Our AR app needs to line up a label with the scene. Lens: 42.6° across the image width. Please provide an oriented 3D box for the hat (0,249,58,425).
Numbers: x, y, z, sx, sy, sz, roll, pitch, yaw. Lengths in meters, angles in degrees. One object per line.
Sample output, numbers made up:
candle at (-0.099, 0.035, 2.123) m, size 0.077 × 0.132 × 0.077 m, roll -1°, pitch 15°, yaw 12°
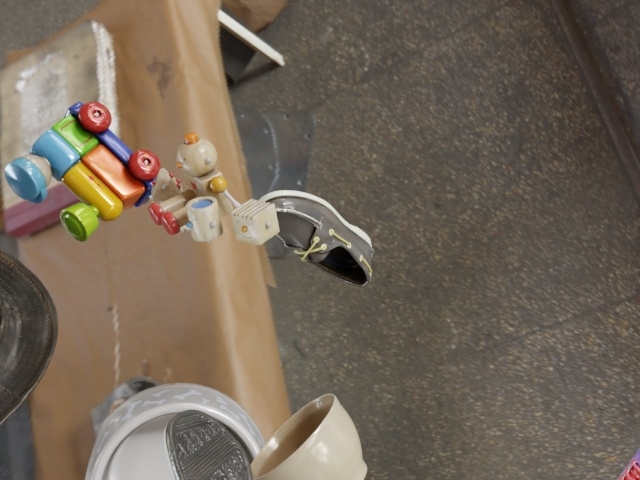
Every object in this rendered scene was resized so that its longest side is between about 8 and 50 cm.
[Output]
hat at (-0.468, 0.093, 0.943) m, size 0.331 × 0.331 × 0.134 m, roll 63°, pitch 150°, yaw 28°

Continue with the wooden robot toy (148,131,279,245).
wooden robot toy at (-0.110, -0.052, 0.719) m, size 0.173 × 0.076 × 0.079 m, roll 29°, pitch 135°, yaw 47°

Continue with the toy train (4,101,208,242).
toy train at (-0.269, -0.048, 1.054) m, size 0.248 × 0.143 × 0.105 m, roll 45°, pitch 140°, yaw -5°

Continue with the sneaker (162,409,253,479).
sneaker at (-0.137, 0.378, 1.054) m, size 0.178 × 0.124 × 0.295 m, roll -48°, pitch 66°, yaw 39°

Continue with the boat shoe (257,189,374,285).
boat shoe at (0.000, 0.000, 1.157) m, size 0.081 × 0.228 × 0.068 m, roll -29°, pitch 52°, yaw 30°

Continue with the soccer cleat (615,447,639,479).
soccer cleat at (0.542, 0.447, 1.449) m, size 0.083 × 0.095 × 0.248 m, roll -112°, pitch 36°, yaw -59°

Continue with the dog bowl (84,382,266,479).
dog bowl at (-0.251, 0.435, 1.460) m, size 0.102 × 0.349 × 0.349 m, roll 172°, pitch 115°, yaw -77°

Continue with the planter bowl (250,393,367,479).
planter bowl at (-0.004, 0.306, 1.133) m, size 0.162 × 0.162 × 0.109 m, roll -41°, pitch 95°, yaw 16°
